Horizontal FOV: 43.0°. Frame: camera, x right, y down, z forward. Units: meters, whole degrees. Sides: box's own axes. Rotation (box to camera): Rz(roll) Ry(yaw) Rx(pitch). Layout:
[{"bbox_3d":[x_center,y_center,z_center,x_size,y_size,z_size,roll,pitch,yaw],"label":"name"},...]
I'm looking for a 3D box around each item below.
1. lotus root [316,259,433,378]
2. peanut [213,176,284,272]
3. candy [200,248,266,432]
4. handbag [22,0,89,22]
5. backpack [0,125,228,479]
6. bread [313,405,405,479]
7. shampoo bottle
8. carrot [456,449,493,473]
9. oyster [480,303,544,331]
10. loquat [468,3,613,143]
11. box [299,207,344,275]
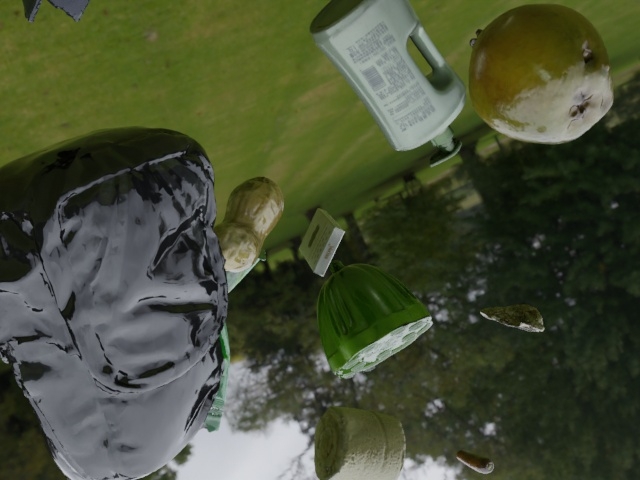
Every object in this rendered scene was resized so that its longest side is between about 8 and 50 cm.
[{"bbox_3d":[0.060,0.102,1.275,0.186,0.186,0.186,-23,176,-2],"label":"lotus root"},{"bbox_3d":[-0.126,-0.024,1.344,0.098,0.103,0.229,-5,-140,27],"label":"peanut"},{"bbox_3d":[-0.268,0.160,1.498,0.262,0.398,0.172,14,-172,-5],"label":"candy"},{"bbox_3d":[-0.363,-0.439,0.953,0.118,0.326,0.269,-20,164,-46],"label":"handbag"},{"bbox_3d":[-0.258,0.090,1.002,0.254,0.446,0.363,1,-161,31],"label":"backpack"},{"bbox_3d":[0.073,0.396,1.557,0.141,0.148,0.134,13,130,-20],"label":"bread"},{"bbox_3d":[0.096,-0.188,0.950,0.118,0.234,0.087,-43,-152,-5],"label":"shampoo bottle"},{"bbox_3d":[0.297,0.425,1.564,0.032,0.032,0.093,-21,-169,-26],"label":"carrot"},{"bbox_3d":[0.275,0.105,1.161,0.083,0.038,0.081,17,-179,0],"label":"oyster"},{"bbox_3d":[0.313,-0.254,1.224,0.213,0.246,0.213,-23,136,-24],"label":"loquat"},{"bbox_3d":[0.000,0.000,1.485,0.090,0.024,0.167,-65,-165,8],"label":"box"}]
